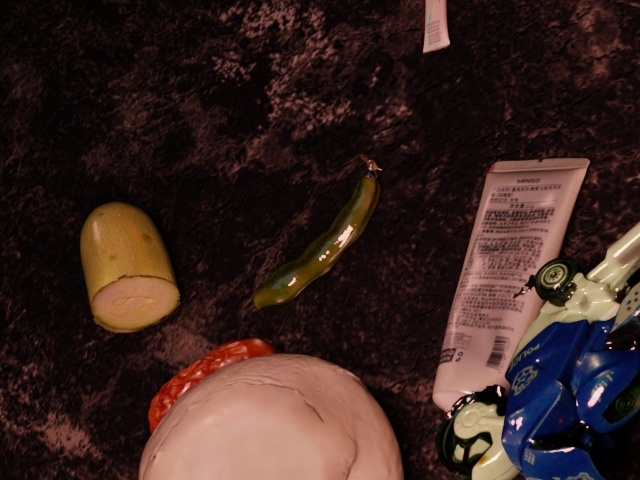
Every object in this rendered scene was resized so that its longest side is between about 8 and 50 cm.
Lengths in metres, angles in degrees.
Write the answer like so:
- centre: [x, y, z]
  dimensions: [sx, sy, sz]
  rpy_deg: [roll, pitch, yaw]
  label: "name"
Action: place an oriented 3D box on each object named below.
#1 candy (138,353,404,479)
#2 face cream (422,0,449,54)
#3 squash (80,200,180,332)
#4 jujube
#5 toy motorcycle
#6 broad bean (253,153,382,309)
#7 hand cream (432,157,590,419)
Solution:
- centre: [-0.052, 0.252, 1.368]
  dimensions: [0.295, 0.185, 0.296]
  rpy_deg: [-10, 59, 17]
  label: "candy"
- centre: [0.142, -0.281, 1.616]
  dimensions: [0.038, 0.020, 0.115]
  rpy_deg: [-15, 59, 32]
  label: "face cream"
- centre: [-0.254, 0.021, 1.715]
  dimensions: [0.123, 0.123, 0.187]
  rpy_deg: [-37, 45, 18]
  label: "squash"
- centre: [-0.115, 0.184, 1.516]
  dimensions: [0.176, 0.109, 0.112]
  rpy_deg: [-38, 83, 7]
  label: "jujube"
- centre: [0.252, 0.113, 1.195]
  dimensions: [0.331, 0.125, 0.196]
  rpy_deg: [-44, 32, -1]
  label: "toy motorcycle"
- centre: [0.004, 0.002, 1.561]
  dimensions: [0.227, 0.039, 0.069]
  rpy_deg: [-51, 52, 4]
  label: "broad bean"
- centre: [0.189, 0.060, 1.369]
  dimensions: [0.124, 0.078, 0.341]
  rpy_deg: [-1, 58, 40]
  label: "hand cream"
